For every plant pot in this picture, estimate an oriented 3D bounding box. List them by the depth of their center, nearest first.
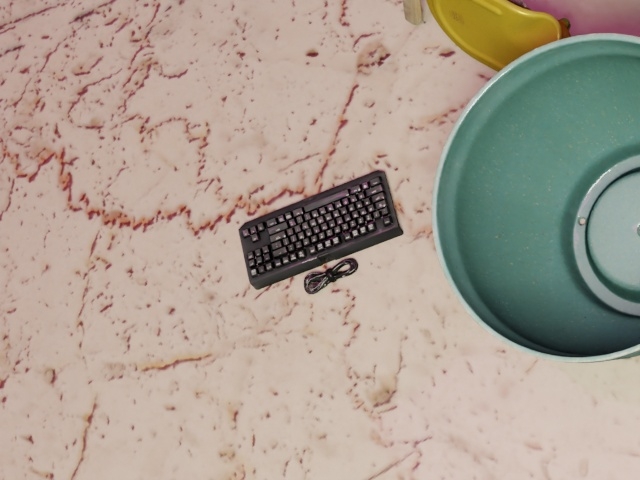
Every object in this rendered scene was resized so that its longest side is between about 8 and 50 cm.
[{"bbox_3d":[0.277,-0.022,1.295,0.293,0.196,0.293,-8,76,31],"label":"plant pot"}]

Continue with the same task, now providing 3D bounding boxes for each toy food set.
[{"bbox_3d":[0.181,-0.244,1.447,0.218,0.128,0.071,35,73,30],"label":"toy food set"}]

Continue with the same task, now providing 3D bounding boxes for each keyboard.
[{"bbox_3d":[0.000,0.000,1.513,0.180,0.023,0.108,-21,70,18],"label":"keyboard"}]
